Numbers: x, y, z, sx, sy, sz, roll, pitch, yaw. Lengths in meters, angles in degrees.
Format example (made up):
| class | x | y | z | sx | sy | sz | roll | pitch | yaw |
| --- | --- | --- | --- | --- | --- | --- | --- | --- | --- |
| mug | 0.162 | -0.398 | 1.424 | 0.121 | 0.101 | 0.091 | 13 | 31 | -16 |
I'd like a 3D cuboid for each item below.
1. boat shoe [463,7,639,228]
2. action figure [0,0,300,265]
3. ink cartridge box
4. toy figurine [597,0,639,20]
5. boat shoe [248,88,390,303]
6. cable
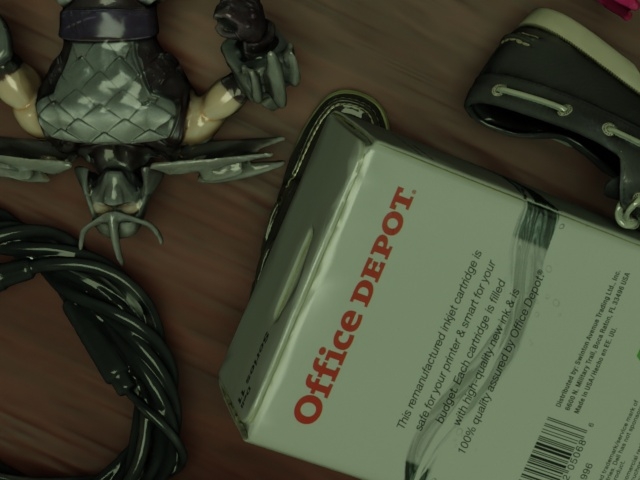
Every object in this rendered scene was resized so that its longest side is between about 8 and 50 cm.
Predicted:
| class | x | y | z | sx | sy | sz | roll | pitch | yaw |
| --- | --- | --- | --- | --- | --- | --- | --- | --- | --- |
| boat shoe | 0.155 | -0.027 | 0.865 | 0.065 | 0.075 | 0.206 | -42 | 66 | -14 |
| action figure | -0.103 | -0.127 | 0.883 | 0.185 | 0.099 | 0.285 | -1 | 101 | -3 |
| ink cartridge box | 0.075 | 0.046 | 0.875 | 0.208 | 0.087 | 0.153 | 21 | 98 | -18 |
| toy figurine | 0.202 | -0.139 | 0.871 | 0.159 | 0.130 | 0.173 | 38 | 75 | 7 |
| boat shoe | 0.000 | 0.000 | 0.917 | 0.056 | 0.049 | 0.152 | 14 | 97 | 1 |
| cable | -0.149 | 0.068 | 0.940 | 0.185 | 0.047 | 0.150 | 22 | 93 | 2 |
